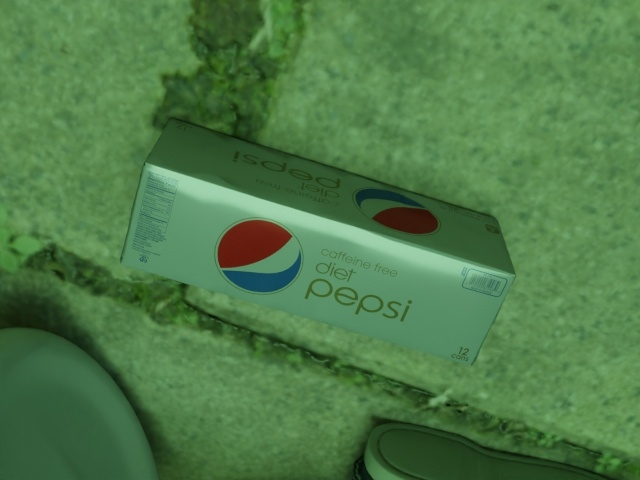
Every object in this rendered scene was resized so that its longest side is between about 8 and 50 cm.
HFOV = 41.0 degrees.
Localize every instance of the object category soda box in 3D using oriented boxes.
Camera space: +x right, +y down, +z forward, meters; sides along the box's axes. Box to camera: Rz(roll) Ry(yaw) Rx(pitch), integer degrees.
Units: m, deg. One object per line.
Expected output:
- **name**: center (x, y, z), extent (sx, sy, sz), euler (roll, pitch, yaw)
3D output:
- **soda box**: center (0.000, 0.000, 0.507), extent (0.216, 0.074, 0.069), euler (17, 118, -6)

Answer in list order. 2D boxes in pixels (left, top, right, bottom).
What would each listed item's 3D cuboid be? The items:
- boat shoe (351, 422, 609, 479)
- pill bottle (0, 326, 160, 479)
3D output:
- **boat shoe**: center (0.141, 0.208, 0.600), extent (0.255, 0.095, 0.079), euler (17, 116, -5)
- **pill bottle**: center (-0.305, 0.212, 0.558), extent (0.363, 0.210, 0.210), euler (-23, 115, 14)
